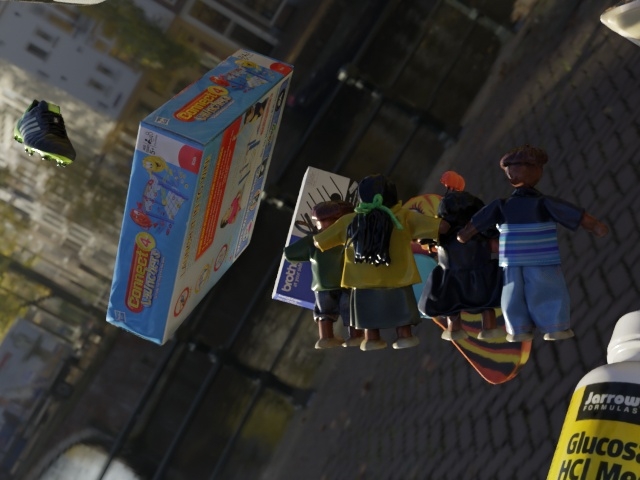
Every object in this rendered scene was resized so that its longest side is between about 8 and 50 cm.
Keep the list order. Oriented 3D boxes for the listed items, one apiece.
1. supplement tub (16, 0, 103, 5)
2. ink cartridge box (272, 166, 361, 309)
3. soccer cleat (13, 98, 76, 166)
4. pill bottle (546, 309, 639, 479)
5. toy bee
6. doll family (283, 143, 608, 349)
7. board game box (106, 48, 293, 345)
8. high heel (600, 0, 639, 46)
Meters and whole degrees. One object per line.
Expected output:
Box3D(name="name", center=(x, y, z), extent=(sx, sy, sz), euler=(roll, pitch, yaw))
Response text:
Box3D(name="supplement tub", center=(-0.301, -0.326, 0.904), extent=(0.207, 0.338, 0.207), euler=(8, 100, 53))
Box3D(name="ink cartridge box", center=(0.000, 0.000, 1.503), extent=(0.046, 0.097, 0.207), euler=(126, 159, -72))
Box3D(name="soccer cleat", center=(-0.377, -0.151, 1.358), extent=(0.179, 0.060, 0.072), euler=(31, 98, 52))
Box3D(name="pill bottle", center=(0.332, 0.247, 1.015), extent=(0.188, 0.188, 0.334), euler=(-38, 25, 62))
Box3D(name="toy bee", center=(0.132, 0.012, 1.099), extent=(0.162, 0.298, 0.195), euler=(-54, 2, 9))
Box3D(name="doll family", center=(0.068, 0.005, 0.586), extent=(0.076, 0.193, 0.111), euler=(6, -100, -82))
Box3D(name="board game box", center=(-0.158, -0.067, 1.332), extent=(0.302, 0.086, 0.308), euler=(-54, -17, -57))
Box3D(name="high heel", center=(0.481, -0.281, 1.177), extent=(0.186, 0.261, 0.093), euler=(-49, -40, -48))
